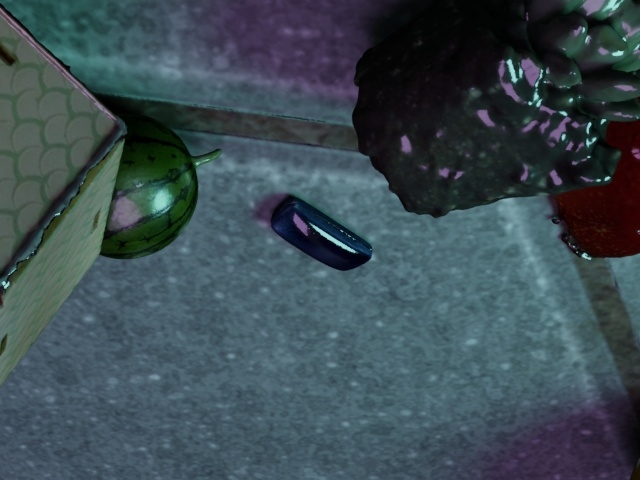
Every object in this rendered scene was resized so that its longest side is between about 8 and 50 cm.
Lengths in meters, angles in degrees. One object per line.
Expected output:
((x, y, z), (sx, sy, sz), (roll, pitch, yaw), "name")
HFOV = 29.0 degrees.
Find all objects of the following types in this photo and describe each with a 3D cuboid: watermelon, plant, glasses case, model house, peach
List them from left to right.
((-0.231, -0.058, 0.684), (0.244, 0.169, 0.326), (16, 145, 30), "model house")
((-0.126, -0.038, 0.825), (0.109, 0.109, 0.109), (1, 137, 1), "watermelon")
((0.000, 0.000, 0.916), (0.083, 0.023, 0.033), (33, 127, -29), "glasses case")
((0.119, -0.096, 0.728), (0.194, 0.132, 0.129), (-27, 125, 31), "plant")
((0.252, -0.053, 0.823), (0.189, 0.068, 0.279), (19, 135, -14), "peach")

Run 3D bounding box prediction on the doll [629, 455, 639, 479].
((0.376, 0.247, 1.041), (0.236, 0.213, 0.213), (-5, 137, 12), "doll")
